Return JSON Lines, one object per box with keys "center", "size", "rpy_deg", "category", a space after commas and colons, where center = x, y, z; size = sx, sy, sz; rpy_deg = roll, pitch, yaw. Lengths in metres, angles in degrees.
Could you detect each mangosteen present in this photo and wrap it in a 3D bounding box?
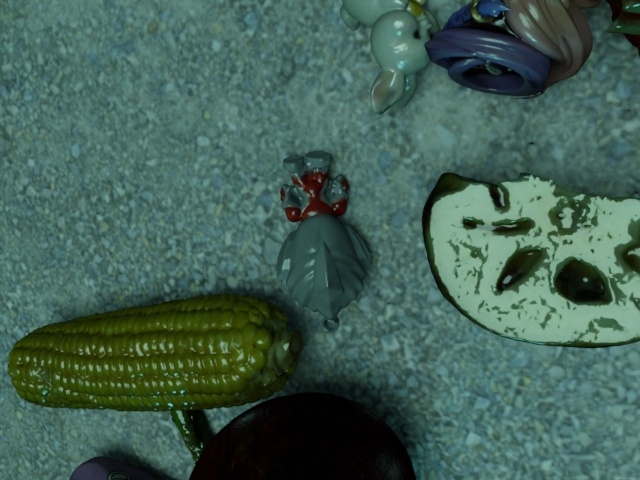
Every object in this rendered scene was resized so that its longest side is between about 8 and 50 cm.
{"center": [-0.019, 0.270, 0.557], "size": [0.236, 0.261, 0.235], "rpy_deg": [2, 103, 10], "category": "mangosteen"}

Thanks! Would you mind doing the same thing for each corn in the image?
{"center": [-0.188, 0.125, 0.669], "size": [0.363, 0.120, 0.120], "rpy_deg": [-7, 99, 22], "category": "corn"}

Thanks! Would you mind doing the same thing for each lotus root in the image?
{"center": [0.192, 0.018, 0.505], "size": [0.235, 0.119, 0.138], "rpy_deg": [10, 99, 17], "category": "lotus root"}

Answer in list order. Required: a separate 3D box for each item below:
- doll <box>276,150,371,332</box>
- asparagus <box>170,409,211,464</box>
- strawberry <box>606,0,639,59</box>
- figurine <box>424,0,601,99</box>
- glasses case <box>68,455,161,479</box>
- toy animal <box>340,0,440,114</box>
{"center": [0.000, 0.000, 0.600], "size": [0.094, 0.079, 0.180], "rpy_deg": [-8, 85, -3], "category": "doll"}
{"center": [-0.128, 0.259, 0.718], "size": [0.030, 0.036, 0.165], "rpy_deg": [-28, 91, 44], "category": "asparagus"}
{"center": [0.283, -0.249, 0.392], "size": [0.205, 0.205, 0.244], "rpy_deg": [5, 81, 19], "category": "strawberry"}
{"center": [0.167, -0.183, 0.480], "size": [0.114, 0.126, 0.157], "rpy_deg": [40, 99, 35], "category": "figurine"}
{"center": [-0.174, 0.372, 0.735], "size": [0.316, 0.076, 0.123], "rpy_deg": [24, 108, 14], "category": "glasses case"}
{"center": [0.063, -0.184, 0.535], "size": [0.085, 0.071, 0.124], "rpy_deg": [-30, 87, 30], "category": "toy animal"}
